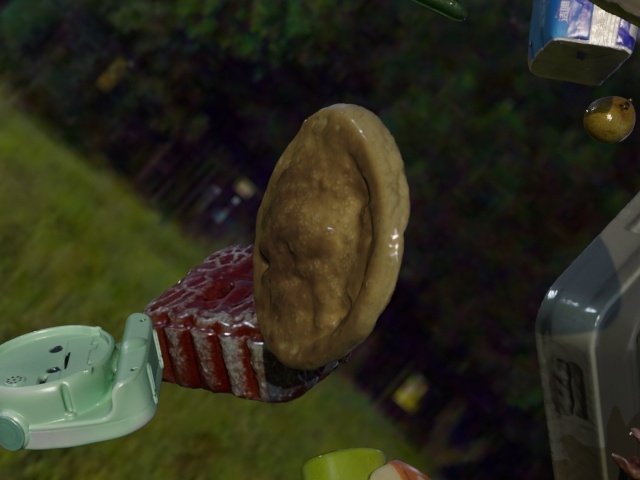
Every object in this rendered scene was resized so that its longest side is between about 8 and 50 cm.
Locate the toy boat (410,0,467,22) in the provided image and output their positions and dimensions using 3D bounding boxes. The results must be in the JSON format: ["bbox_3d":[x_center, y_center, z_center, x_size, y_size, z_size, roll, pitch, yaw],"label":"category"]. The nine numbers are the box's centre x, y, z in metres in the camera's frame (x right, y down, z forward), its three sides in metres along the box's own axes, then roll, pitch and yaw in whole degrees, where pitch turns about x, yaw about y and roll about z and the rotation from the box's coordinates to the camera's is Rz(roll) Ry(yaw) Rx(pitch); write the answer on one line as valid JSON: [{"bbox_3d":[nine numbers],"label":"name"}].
[{"bbox_3d":[0.090,-0.316,1.836,0.210,0.104,0.052,23,-26,-29],"label":"toy boat"}]

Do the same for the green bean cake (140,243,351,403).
[{"bbox_3d":[-0.074,0.089,1.850,0.233,0.198,0.097,9,-60,38],"label":"green bean cake"}]

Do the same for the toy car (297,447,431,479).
[{"bbox_3d":[0.054,0.270,1.416,0.235,0.235,0.145,53,27,-68],"label":"toy car"}]

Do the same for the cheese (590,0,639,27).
[{"bbox_3d":[0.255,-0.240,1.252,0.198,0.154,0.189,30,27,-6],"label":"cheese"}]

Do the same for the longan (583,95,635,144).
[{"bbox_3d":[0.406,-0.172,2.317,0.075,0.075,0.083,42,-43,2],"label":"longan"}]

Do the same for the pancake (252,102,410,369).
[{"bbox_3d":[0.000,0.000,1.447,0.050,0.242,0.242,8,14,-30],"label":"pancake"}]

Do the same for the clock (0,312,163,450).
[{"bbox_3d":[-0.255,0.136,1.553,0.159,0.211,0.066,-98,178,-68],"label":"clock"}]

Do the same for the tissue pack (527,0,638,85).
[{"bbox_3d":[0.360,-0.363,2.221,0.137,0.269,0.209,12,-7,-3],"label":"tissue pack"}]

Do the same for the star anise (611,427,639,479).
[{"bbox_3d":[0.406,0.274,1.789,0.099,0.214,0.220,-135,-138,-68],"label":"star anise"}]

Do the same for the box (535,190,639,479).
[{"bbox_3d":[0.434,0.118,2.142,0.111,0.396,0.396,23,-37,34],"label":"box"}]
